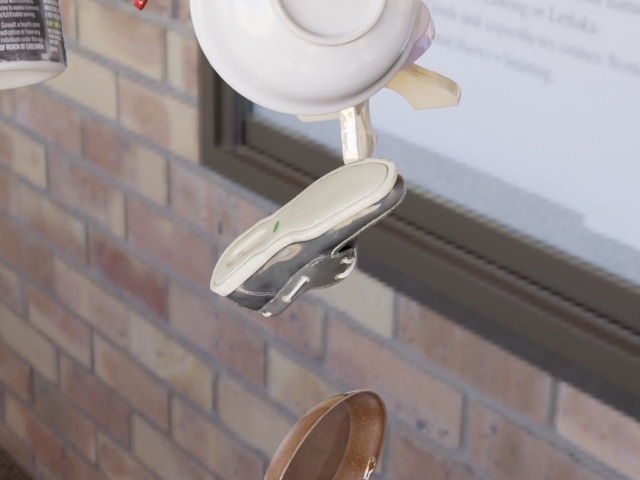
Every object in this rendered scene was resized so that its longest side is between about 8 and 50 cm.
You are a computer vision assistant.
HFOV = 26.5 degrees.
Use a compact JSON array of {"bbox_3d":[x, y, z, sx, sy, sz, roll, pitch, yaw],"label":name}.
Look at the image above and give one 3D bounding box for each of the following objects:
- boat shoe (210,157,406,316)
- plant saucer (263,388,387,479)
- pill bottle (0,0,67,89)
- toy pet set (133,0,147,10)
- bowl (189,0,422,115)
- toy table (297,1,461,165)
[{"bbox_3d":[0.000,0.000,1.220,0.233,0.079,0.084,-34,25,39],"label":"boat shoe"},{"bbox_3d":[-0.004,0.234,1.379,0.036,0.198,0.199,26,32,30],"label":"plant saucer"},{"bbox_3d":[-0.282,-0.247,1.084,0.131,0.245,0.130,-8,0,0],"label":"pill bottle"},{"bbox_3d":[-0.142,-0.274,1.121,0.065,0.122,0.114,29,58,-1],"label":"toy pet set"},{"bbox_3d":[-0.003,-0.300,1.647,0.298,0.297,0.134,-4,4,-13],"label":"bowl"},{"bbox_3d":[0.051,-0.239,1.914,0.274,0.161,0.252,8,57,34],"label":"toy table"}]
